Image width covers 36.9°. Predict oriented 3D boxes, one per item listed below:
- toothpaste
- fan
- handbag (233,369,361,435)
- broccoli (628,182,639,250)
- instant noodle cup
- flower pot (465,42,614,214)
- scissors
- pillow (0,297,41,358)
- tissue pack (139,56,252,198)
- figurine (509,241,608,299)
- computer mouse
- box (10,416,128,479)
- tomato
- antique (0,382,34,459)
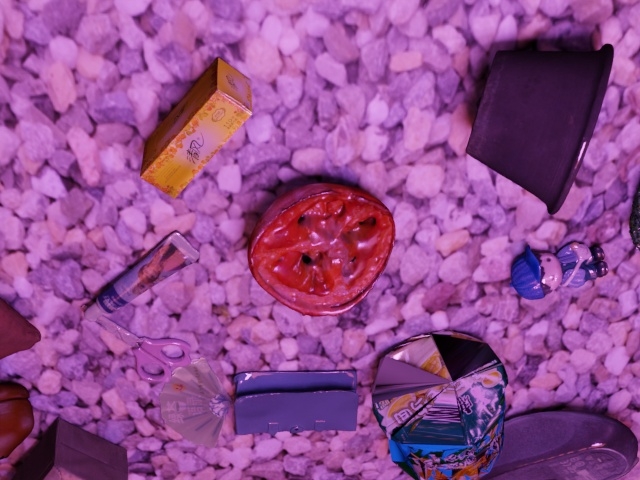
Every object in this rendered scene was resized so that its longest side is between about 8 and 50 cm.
[{"bbox_3d":[-0.286,0.062,1.500,0.216,0.037,0.062,-34,122,14],"label":"toothpaste"},{"bbox_3d":[-0.221,0.295,1.707,0.131,0.009,0.240,-2,129,0],"label":"fan"},{"bbox_3d":[-0.043,0.292,1.695,0.221,0.057,0.144,-3,136,-4],"label":"handbag"},{"bbox_3d":[0.585,-0.033,1.400,0.241,0.261,0.269,3,91,-36],"label":"broccoli"},{"bbox_3d":[0.211,0.296,1.620,0.240,0.240,0.178,-13,136,6],"label":"instant noodle cup"},{"bbox_3d":[0.280,-0.164,1.278,0.148,0.235,0.235,17,127,7],"label":"flower pot"},{"bbox_3d":[-0.312,0.167,1.589,0.110,0.021,0.212,-39,122,21],"label":"scissors"},{"bbox_3d":[-0.641,0.115,1.460,0.307,0.108,0.305,-24,129,14],"label":"pillow"},{"bbox_3d":[-0.169,-0.152,1.301,0.062,0.095,0.176,32,120,-25],"label":"tissue pack"},{"bbox_3d":[0.375,0.044,1.525,0.149,0.086,0.087,-10,170,-11],"label":"figurine"},{"bbox_3d":[0.407,0.409,1.785,0.373,0.114,0.203,-28,128,26],"label":"computer mouse"},{"bbox_3d":[-0.463,0.464,1.687,0.149,0.155,0.231,32,103,-24],"label":"box"},{"bbox_3d":[0.000,0.000,1.438,0.227,0.101,0.228,-7,127,-10],"label":"tomato"},{"bbox_3d":[-0.611,0.315,1.569,0.278,0.129,0.223,-11,172,-23],"label":"antique"}]
